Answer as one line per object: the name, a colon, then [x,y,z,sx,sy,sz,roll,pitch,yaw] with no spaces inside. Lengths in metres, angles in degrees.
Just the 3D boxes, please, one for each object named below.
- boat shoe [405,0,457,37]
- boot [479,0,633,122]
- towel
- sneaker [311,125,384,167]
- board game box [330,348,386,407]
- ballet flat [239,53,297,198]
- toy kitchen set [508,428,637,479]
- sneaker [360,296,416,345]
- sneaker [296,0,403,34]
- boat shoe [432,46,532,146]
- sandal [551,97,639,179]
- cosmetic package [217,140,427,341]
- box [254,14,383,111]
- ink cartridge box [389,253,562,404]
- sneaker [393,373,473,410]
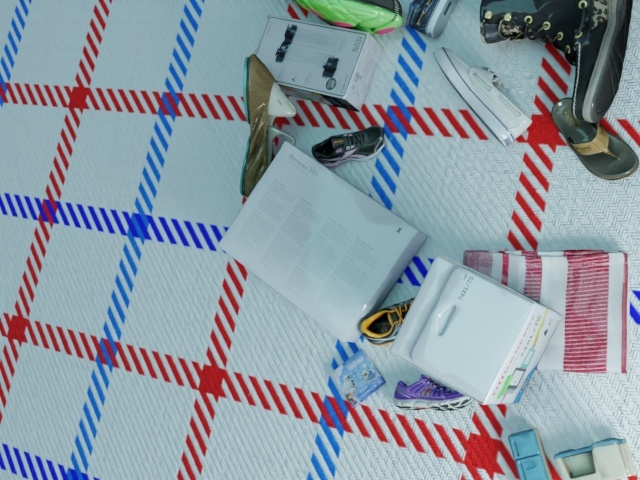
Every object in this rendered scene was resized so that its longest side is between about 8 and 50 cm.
boat shoe: [0.261,-0.550,1.871,0.083,0.065,0.183,30,94,29]
boot: [0.466,-0.419,1.689,0.284,0.138,0.378,7,78,28]
towel: [0.430,0.135,1.634,0.328,0.037,0.237,-1,78,27]
sneaker: [0.060,-0.213,1.889,0.178,0.077,0.072,-22,70,21]
board game box: [0.080,0.294,1.788,0.090,0.020,0.090,-42,61,13]
ballet flat: [-0.118,-0.258,1.944,0.124,0.116,0.343,5,100,11]
toy kitchen set: [0.438,0.382,1.494,0.207,0.166,0.122,-21,69,22]
sneaker: [0.179,0.161,1.733,0.214,0.083,0.084,-29,65,17]
sneaker: [0.009,-0.637,1.958,0.482,0.185,0.202,38,101,28]
boat shoe: [0.340,-0.321,1.759,0.088,0.096,0.268,-38,65,10]
sandal: [0.533,-0.206,1.647,0.090,0.060,0.219,-38,63,15]
cosmetic package: [0.000,0.000,1.834,0.377,0.097,0.284,36,98,22]
box: [-0.017,-0.422,1.974,0.289,0.087,0.169,18,87,29]
ink cartridge box: [0.290,0.168,1.526,0.197,0.270,0.198,28,94,27]
sneaker: [0.225,0.306,1.685,0.169,0.068,0.071,-4,70,28]
